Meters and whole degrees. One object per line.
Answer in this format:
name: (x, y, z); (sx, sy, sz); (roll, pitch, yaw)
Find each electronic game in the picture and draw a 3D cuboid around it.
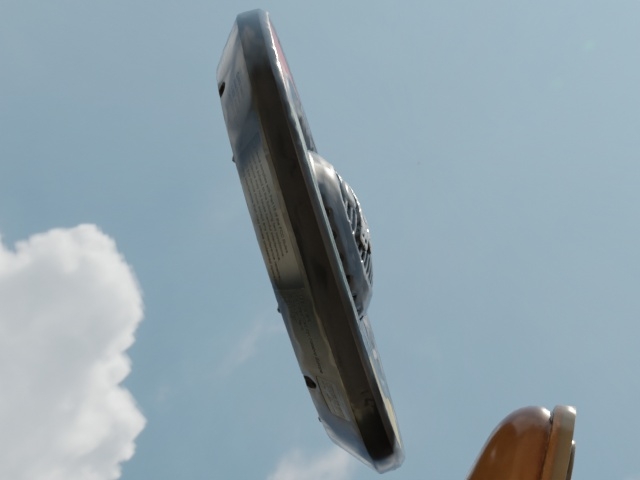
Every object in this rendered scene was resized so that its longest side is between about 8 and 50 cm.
electronic game: (0.000, 0.000, 0.768); (0.048, 0.229, 0.229); (-17, -88, 3)

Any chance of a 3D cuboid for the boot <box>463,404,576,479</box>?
boot: (-0.017, 0.169, 0.755); (0.220, 0.109, 0.284); (26, -78, 13)
